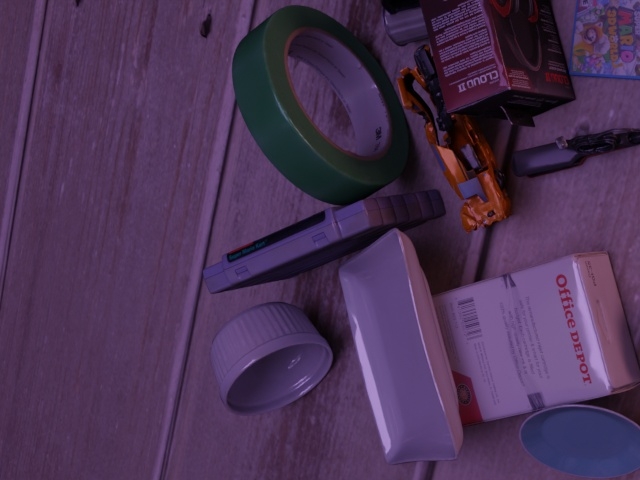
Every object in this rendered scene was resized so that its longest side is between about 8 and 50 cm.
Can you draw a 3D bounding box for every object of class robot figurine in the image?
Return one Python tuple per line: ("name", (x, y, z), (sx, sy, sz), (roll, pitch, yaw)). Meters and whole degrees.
("robot figurine", (0.200, -0.156, 1.781), (0.085, 0.211, 0.291), (-26, 86, 13))

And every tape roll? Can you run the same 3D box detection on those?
("tape roll", (0.005, -0.213, 1.856), (0.077, 0.321, 0.321), (-32, 73, 35))

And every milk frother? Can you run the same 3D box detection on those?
("milk frother", (0.174, -0.397, 1.869), (0.134, 0.129, 0.143), (-7, 45, 38))

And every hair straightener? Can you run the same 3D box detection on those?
("hair straightener", (0.377, -0.127, 1.713), (0.230, 0.089, 0.047), (-6, 87, 38))

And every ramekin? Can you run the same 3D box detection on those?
("ramekin", (-0.092, 0.198, 2.037), (0.207, 0.207, 0.109), (-50, 53, 29))

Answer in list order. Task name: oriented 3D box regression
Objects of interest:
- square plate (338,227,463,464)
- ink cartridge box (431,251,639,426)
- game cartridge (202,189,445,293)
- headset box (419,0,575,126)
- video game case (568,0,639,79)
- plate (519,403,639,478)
("square plate", (0.128, 0.175, 1.859), (0.344, 0.049, 0.347), (141, 116, -71))
("ink cartridge box", (0.310, 0.151, 1.763), (0.283, 0.117, 0.207), (-20, 80, 38))
("game cartridge", (0.000, 0.000, 1.930), (0.355, 0.230, 0.068), (-23, 78, 36))
("headset box", (0.253, -0.303, 1.720), (0.110, 0.218, 0.293), (-18, 80, 36))
("video game case", (0.441, -0.293, 1.701), (0.166, 0.015, 0.119), (10, 99, 37))
("plate", (0.382, 0.284, 1.706), (0.188, 0.188, 0.024), (-20, 38, 37))
